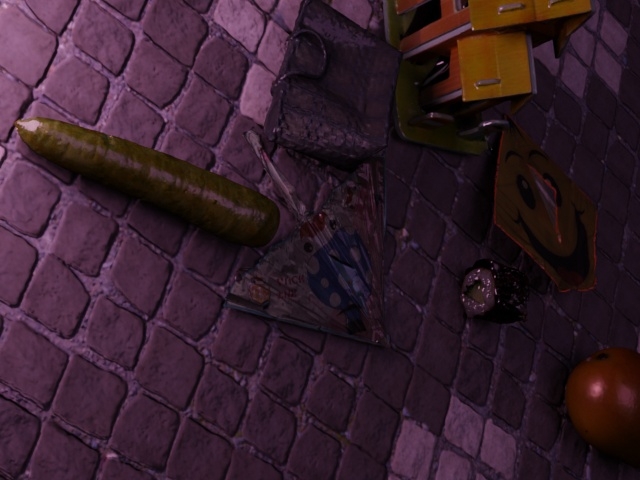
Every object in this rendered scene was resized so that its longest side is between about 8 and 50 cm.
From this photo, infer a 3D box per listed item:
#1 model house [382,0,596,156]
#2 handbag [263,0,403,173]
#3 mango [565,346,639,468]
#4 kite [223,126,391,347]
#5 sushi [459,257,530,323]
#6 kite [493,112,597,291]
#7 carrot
[{"bbox_3d":[0.227,-0.327,1.754,0.340,0.324,0.300,8,71,-42],"label":"model house"},{"bbox_3d":[0.016,-0.215,1.687,0.175,0.089,0.270,27,54,-22],"label":"handbag"},{"bbox_3d":[0.497,0.269,1.953,0.254,0.139,0.175,32,69,-41],"label":"mango"},{"bbox_3d":[0.000,0.000,1.655,0.406,0.014,0.368,-44,107,-41],"label":"kite"},{"bbox_3d":[0.269,0.080,1.822,0.084,0.098,0.094,17,68,-38],"label":"sushi"},{"bbox_3d":[0.366,-0.065,1.987,0.378,0.013,0.327,-4,71,-51],"label":"kite"},{"bbox_3d":[-0.203,-0.074,1.450,0.359,0.074,0.074,22,62,-31],"label":"carrot"}]
